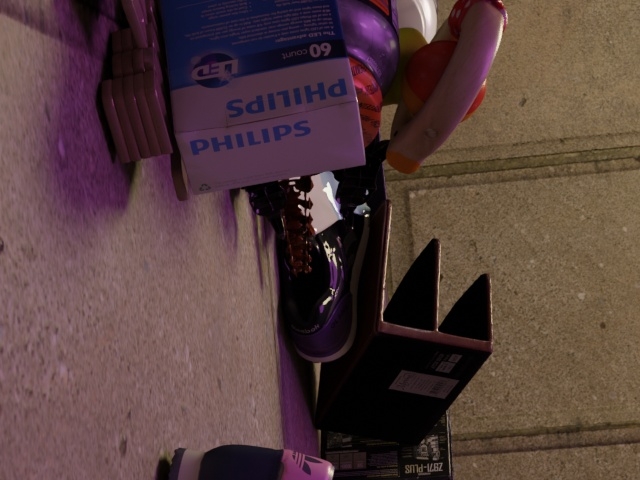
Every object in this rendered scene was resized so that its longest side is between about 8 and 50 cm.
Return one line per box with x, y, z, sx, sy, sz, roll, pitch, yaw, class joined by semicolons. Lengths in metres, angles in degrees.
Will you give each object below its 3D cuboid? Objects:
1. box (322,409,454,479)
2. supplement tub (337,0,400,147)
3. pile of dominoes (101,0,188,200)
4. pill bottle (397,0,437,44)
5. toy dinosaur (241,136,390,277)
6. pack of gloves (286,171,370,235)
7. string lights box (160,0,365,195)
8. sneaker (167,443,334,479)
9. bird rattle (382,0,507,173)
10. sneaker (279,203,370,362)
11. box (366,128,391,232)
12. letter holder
0.095;0.300;2.103;0.147;0.180;0.078;-89;172;-45;box
-0.024;-0.238;1.412;0.194;0.193;0.316;75;12;-58;supplement tub
-0.141;-0.165;1.114;0.251;0.040;0.196;-101;179;-49;pile of dominoes
0.090;-0.372;2.488;0.363;0.210;0.210;-72;156;-73;pill bottle
-0.020;-0.113;1.617;0.322;0.164;0.218;63;2;-31;toy dinosaur
0.006;-0.117;1.831;0.195;0.046;0.232;64;22;2;pack of gloves
-0.052;-0.167;1.140;0.077;0.133;0.260;80;1;-54;string lights box
-0.035;0.307;1.140;0.112;0.131;0.319;-78;162;-71;sneaker
0.133;-0.170;1.431;0.253;0.143;0.207;-40;-154;42;bird rattle
0.000;0.000;1.871;0.124;0.107;0.283;62;23;-59;sneaker
0.031;-0.124;2.108;0.261;0.103;0.184;-103;-177;-74;box
0.107;0.107;1.972;0.302;0.152;0.214;116;-19;-57;letter holder
